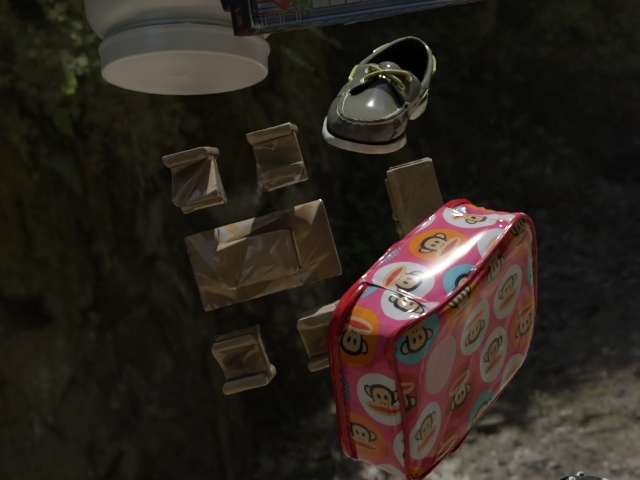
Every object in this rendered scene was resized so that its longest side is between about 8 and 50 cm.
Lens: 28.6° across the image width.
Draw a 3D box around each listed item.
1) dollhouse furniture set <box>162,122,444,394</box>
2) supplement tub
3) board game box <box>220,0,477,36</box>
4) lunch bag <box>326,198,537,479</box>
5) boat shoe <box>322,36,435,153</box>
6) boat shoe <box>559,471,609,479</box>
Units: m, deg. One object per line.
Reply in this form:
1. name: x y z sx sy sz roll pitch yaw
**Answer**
1. dollhouse furniture set: 0.000 0.000 1.940 0.394 0.362 0.256 -15 1 5
2. supplement tub: -0.166 -0.356 1.509 0.235 0.325 0.235 -2 -8 0
3. board game box: 0.052 -0.135 0.574 0.194 0.060 0.194 -9 9 -6
4. lunch bag: 0.134 0.120 1.384 0.120 0.258 0.293 16 39 34
5. boat shoe: 0.080 -0.190 1.618 0.109 0.091 0.305 18 25 11
6. boat shoe: 0.436 0.445 2.156 0.091 0.114 0.302 24 -6 12
